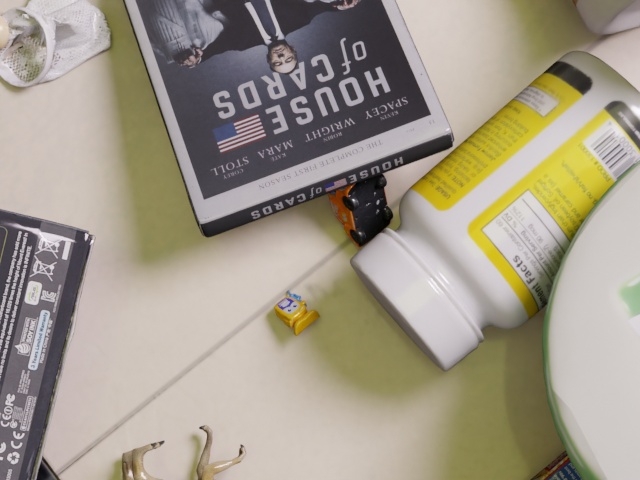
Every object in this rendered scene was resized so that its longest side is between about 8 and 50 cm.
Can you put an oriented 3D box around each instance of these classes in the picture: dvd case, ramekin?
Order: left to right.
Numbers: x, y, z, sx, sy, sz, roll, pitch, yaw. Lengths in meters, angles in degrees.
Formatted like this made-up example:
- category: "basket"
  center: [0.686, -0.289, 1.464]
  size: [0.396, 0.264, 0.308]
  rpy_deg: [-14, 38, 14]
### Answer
- category: "dvd case"
  center: [-0.033, -0.136, 0.986]
  size: [0.179, 0.029, 0.238]
  rpy_deg: [-21, 65, 0]
- category: "ramekin"
  center: [0.278, 0.068, 0.830]
  size: [0.303, 0.148, 0.303]
  rpy_deg: [-16, 60, 30]

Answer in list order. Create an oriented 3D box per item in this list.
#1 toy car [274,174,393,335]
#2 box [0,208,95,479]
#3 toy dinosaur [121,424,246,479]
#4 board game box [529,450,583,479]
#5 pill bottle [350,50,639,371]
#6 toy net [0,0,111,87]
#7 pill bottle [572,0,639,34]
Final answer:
- category: "toy car"
  center: [0.000, 0.000, 0.988]
  size: [0.040, 0.060, 0.122]
  rpy_deg: [32, 77, 38]
- category: "box"
  center: [-0.345, 0.148, 0.912]
  size: [0.318, 0.097, 0.395]
  rpy_deg: [14, 82, -18]
- category: "toy dinosaur"
  center: [-0.105, 0.183, 0.969]
  size: [0.183, 0.053, 0.092]
  rpy_deg: [-19, 83, 0]
- category: "board game box"
  center: [0.142, 0.254, 0.950]
  size: [0.193, 0.045, 0.147]
  rpy_deg: [-38, 83, -2]
- category: "pill bottle"
  center: [0.128, -0.017, 0.950]
  size: [0.208, 0.119, 0.119]
  rpy_deg: [-40, 83, -3]
- category: "toy net"
  center: [-0.269, -0.136, 1.022]
  size: [0.232, 0.045, 0.122]
  rpy_deg: [0, 82, 3]
- category: "pill bottle"
  center: [0.193, -0.268, 0.972]
  size: [0.131, 0.131, 0.229]
  rpy_deg: [-25, 82, -1]
